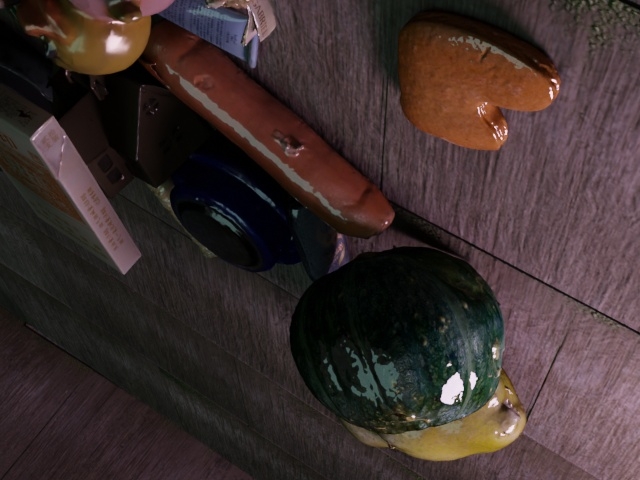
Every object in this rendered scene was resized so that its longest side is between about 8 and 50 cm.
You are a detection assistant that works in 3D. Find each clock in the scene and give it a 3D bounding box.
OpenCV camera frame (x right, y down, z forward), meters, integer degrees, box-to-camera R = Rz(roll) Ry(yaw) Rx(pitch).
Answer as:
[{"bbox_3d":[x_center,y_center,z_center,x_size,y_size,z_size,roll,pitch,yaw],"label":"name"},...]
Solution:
[{"bbox_3d":[-0.581,-0.242,1.825,0.325,0.067,0.325,12,147,8],"label":"clock"}]

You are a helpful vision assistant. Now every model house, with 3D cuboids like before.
[{"bbox_3d":[-0.321,-0.204,1.484,0.211,0.204,0.243,27,157,34],"label":"model house"}]

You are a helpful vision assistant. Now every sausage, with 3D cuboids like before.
[{"bbox_3d":[-0.071,-0.145,1.389,0.419,0.094,0.094,41,114,-6],"label":"sausage"}]

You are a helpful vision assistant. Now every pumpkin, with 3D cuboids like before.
[{"bbox_3d":[0.085,0.147,1.405,0.293,0.197,0.263,-11,91,37],"label":"pumpkin"}]

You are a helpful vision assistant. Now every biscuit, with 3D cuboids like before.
[{"bbox_3d":[-0.245,-0.058,1.815,0.061,0.055,0.219,-27,118,22],"label":"biscuit"},{"bbox_3d":[0.166,-0.160,1.107,0.186,0.036,0.192,26,154,21],"label":"biscuit"}]

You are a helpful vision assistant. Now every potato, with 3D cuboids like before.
[{"bbox_3d":[0.162,0.233,1.598,0.351,0.203,0.218,9,100,40],"label":"potato"}]

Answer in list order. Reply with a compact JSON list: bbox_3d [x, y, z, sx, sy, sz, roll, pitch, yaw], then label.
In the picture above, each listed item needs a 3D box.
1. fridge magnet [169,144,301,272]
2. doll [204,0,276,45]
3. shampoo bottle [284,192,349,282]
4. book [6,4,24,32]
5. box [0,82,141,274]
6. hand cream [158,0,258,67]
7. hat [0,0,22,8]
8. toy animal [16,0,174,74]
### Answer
[{"bbox_3d":[-0.136,-0.045,1.622,0.266,0.112,0.265,31,158,14],"label":"fridge magnet"},{"bbox_3d":[-0.102,-0.315,1.111,0.105,0.114,0.221,-24,130,24],"label":"doll"},{"bbox_3d":[0.000,0.000,1.545,0.049,0.087,0.233,24,152,30],"label":"shampoo bottle"},{"bbox_3d":[-0.461,-0.394,1.452,0.202,0.027,0.264,57,167,-19],"label":"book"},{"bbox_3d":[-0.395,-0.098,1.460,0.205,0.051,0.365,31,160,25],"label":"box"},{"bbox_3d":[-0.189,-0.307,1.316,0.256,0.055,0.088,31,148,10],"label":"hand cream"},{"bbox_3d":[-0.406,-0.407,1.229,0.149,0.245,0.214,19,130,29],"label":"hat"},{"bbox_3d":[-0.258,-0.304,1.225,0.281,0.169,0.195,-44,56,38],"label":"toy animal"}]
